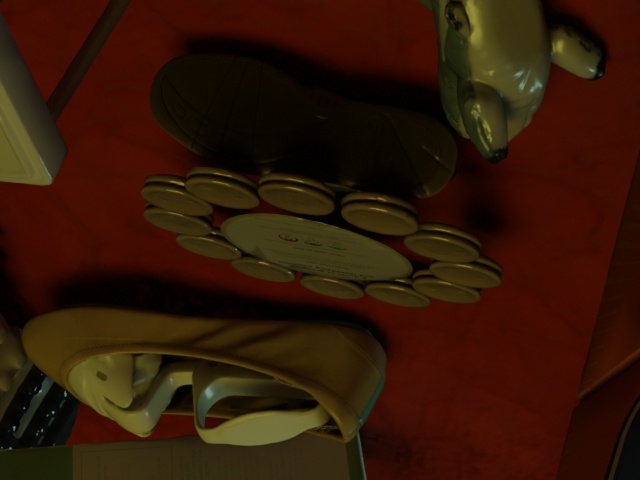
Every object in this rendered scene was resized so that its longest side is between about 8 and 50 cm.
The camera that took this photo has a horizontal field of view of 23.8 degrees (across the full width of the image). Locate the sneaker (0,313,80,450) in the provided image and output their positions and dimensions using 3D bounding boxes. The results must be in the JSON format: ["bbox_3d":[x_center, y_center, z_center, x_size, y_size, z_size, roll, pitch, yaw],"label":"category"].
[{"bbox_3d":[-0.250,0.044,0.922,0.118,0.110,0.292,14,142,26],"label":"sneaker"}]

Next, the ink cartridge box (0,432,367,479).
[{"bbox_3d":[-0.083,0.197,0.897,0.235,0.171,0.056,-5,141,-3],"label":"ink cartridge box"}]

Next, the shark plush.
[{"bbox_3d":[0.052,-0.099,0.639,0.067,0.073,0.161,28,163,50],"label":"shark plush"}]

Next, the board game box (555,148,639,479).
[{"bbox_3d":[0.317,0.063,0.451,0.356,0.356,0.356,29,142,-9],"label":"board game box"}]

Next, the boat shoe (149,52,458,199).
[{"bbox_3d":[-0.008,-0.049,0.725,0.152,0.056,0.049,19,175,13],"label":"boat shoe"}]

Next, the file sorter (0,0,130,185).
[{"bbox_3d":[-0.225,-0.157,0.606,0.277,0.173,0.193,5,140,22],"label":"file sorter"}]

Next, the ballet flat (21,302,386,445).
[{"bbox_3d":[-0.079,0.080,0.879,0.232,0.073,0.080,-1,139,19],"label":"ballet flat"}]

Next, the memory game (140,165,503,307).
[{"bbox_3d":[0.000,0.000,0.759,0.186,0.012,0.186,12,164,3],"label":"memory game"}]
